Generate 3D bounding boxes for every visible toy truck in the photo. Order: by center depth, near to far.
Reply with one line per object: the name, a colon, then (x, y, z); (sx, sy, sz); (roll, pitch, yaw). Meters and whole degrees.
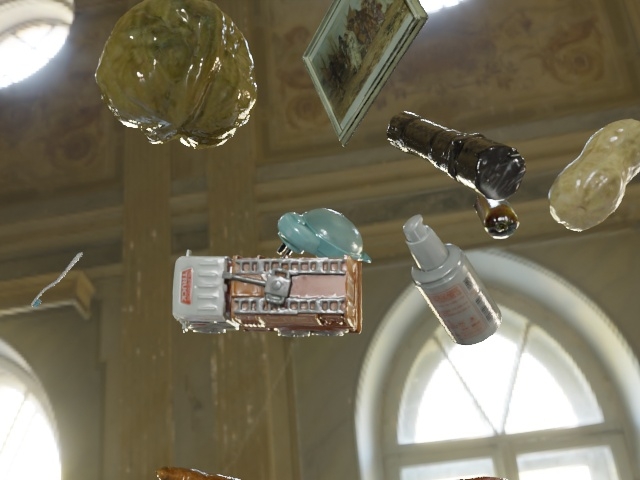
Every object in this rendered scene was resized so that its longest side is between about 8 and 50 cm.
toy truck: (-0.114, 0.106, 1.836); (0.388, 0.173, 0.207); (-1, -11, 7)

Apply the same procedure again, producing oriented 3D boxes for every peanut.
peanut: (0.514, -0.125, 1.609); (0.256, 0.124, 0.123); (-47, -23, -16)

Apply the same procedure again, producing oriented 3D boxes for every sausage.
sausage: (0.377, -0.056, 1.897); (0.082, 0.082, 0.371); (-10, 8, 8)

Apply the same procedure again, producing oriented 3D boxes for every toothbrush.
toothbrush: (-0.473, 0.069, 1.602); (0.013, 0.131, 0.011); (48, -26, -23)

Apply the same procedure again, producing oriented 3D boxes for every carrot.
carrot: (-0.229, 0.485, 1.766); (0.210, 0.061, 0.061); (23, -37, -22)

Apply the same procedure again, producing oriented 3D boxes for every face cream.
face cream: (0.209, 0.061, 1.500); (0.101, 0.101, 0.251); (-21, -60, 27)

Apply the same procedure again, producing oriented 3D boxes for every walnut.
walnut: (-0.264, -0.311, 1.650); (0.253, 0.276, 0.282); (-19, -37, 21)

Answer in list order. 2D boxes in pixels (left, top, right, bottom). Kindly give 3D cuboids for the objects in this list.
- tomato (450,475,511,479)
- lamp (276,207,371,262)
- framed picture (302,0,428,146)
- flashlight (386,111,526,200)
tomato: (0.218, 0.436, 1.219); (0.233, 0.139, 0.200); (12, -65, -26)
lamp: (0.005, -0.010, 2.538); (0.284, 0.209, 0.147); (1, -60, -30)
framed picture: (0.057, -0.315, 1.389); (0.017, 0.217, 0.274); (1, -40, -32)
flashlight: (0.238, -0.168, 1.657); (0.103, 0.103, 0.424); (5, 15, -20)
